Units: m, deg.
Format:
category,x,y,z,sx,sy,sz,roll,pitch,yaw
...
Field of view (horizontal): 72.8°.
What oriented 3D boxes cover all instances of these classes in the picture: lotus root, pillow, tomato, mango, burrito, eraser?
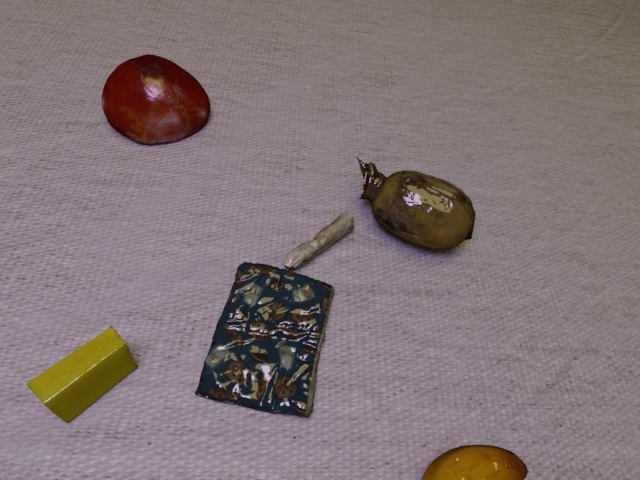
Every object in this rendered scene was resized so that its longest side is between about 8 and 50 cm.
category,x,y,z,sx,sy,sz,roll,pitch,yaw
lotus root,0.181,-0.074,0.889,0.278,0.154,0.154,25,54,7
pillow,-0.085,0.158,0.742,0.189,0.034,0.255,12,55,1
tomato,-0.365,-0.330,0.970,0.233,0.139,0.200,-23,69,-25
mango,0.223,0.355,0.638,0.187,0.066,0.101,-11,50,-23
burrito,0.000,0.000,0.858,0.185,0.045,0.041,-36,103,-31
eraser,-0.336,0.194,0.628,0.045,0.097,0.122,38,57,19
